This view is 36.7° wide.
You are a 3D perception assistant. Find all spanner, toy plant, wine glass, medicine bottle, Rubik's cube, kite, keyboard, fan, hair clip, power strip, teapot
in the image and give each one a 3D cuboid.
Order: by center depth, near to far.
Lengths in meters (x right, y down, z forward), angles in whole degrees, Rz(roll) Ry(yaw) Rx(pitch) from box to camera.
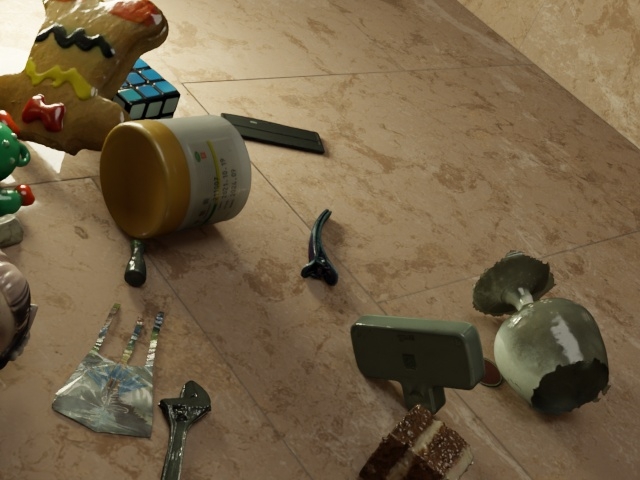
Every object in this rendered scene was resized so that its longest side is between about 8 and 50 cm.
[{"bbox_3d":[-0.237,0.353,1.587,0.093,0.026,0.325,18,37,-12],"label":"spanner"},{"bbox_3d":[-0.362,0.215,1.697,0.169,0.015,0.310,15,36,-12],"label":"kite"},{"bbox_3d":[-0.713,-0.158,1.837,0.279,0.185,0.400,44,24,16],"label":"toy plant"},{"bbox_3d":[0.189,0.241,1.852,0.265,0.194,0.059,2,23,35],"label":"power strip"},{"bbox_3d":[-0.362,0.041,1.903,0.043,0.043,0.111,14,34,-16],"label":"teapot"},{"bbox_3d":[-0.299,-0.136,2.001,0.232,0.238,0.238,-13,50,-43],"label":"medicine bottle"},{"bbox_3d":[0.466,0.198,2.045,0.238,0.238,0.323,8,40,-23],"label":"wine glass"},{"bbox_3d":[0.341,0.263,2.070,0.085,0.005,0.133,-2,44,-32],"label":"fan"},{"bbox_3d":[0.000,0.000,2.173,0.083,0.048,0.275,14,35,-9],"label":"hair clip"},{"bbox_3d":[-0.443,-0.305,2.200,0.160,0.163,0.162,41,36,23],"label":"Rubik's cube"},{"bbox_3d":[-0.171,-0.288,2.462,0.381,0.041,0.103,15,35,-25],"label":"keyboard"}]

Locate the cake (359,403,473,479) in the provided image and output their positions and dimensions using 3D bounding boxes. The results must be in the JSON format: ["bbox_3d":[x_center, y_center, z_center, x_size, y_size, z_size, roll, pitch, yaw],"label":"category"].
[{"bbox_3d":[0.172,0.393,1.691,0.147,0.135,0.134,42,37,14],"label":"cake"}]

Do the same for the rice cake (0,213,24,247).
[{"bbox_3d":[-0.654,0.011,1.757,0.256,0.052,0.057,-27,89,-49],"label":"rice cake"}]

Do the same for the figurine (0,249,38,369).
[{"bbox_3d":[-0.607,0.134,1.465,0.211,0.253,0.361,20,39,22],"label":"figurine"}]

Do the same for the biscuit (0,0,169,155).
[{"bbox_3d":[-0.524,-0.379,2.091,0.368,0.076,0.394,21,76,21],"label":"biscuit"}]
